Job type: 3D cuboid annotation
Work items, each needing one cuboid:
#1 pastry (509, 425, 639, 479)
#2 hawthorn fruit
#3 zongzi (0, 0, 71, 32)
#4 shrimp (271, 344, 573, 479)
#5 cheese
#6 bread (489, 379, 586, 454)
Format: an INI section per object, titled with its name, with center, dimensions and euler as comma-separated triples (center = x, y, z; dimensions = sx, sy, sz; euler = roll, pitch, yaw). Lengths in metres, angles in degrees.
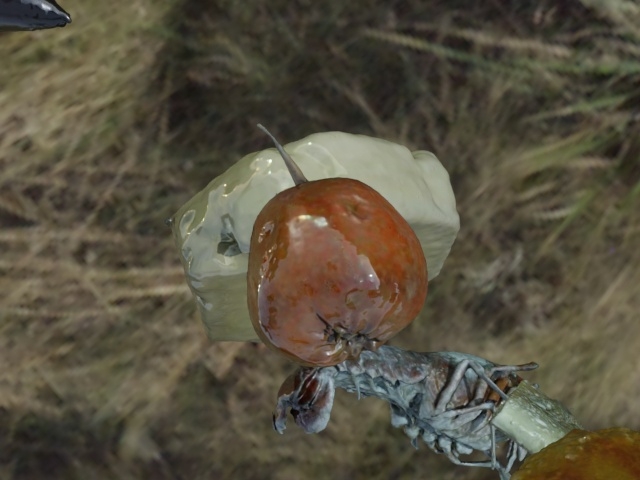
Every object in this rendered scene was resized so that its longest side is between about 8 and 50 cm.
[pastry]
center = 0.207, 0.207, 1.003
dimensions = 0.193, 0.182, 0.093
euler = 0, 134, 3
[hawthorn fruit]
center = 0.015, 0.009, 1.201
dimensions = 0.149, 0.189, 0.149
euler = 6, 157, 2
[zongzi]
center = -0.392, -0.235, 1.186
dimensions = 0.362, 0.383, 0.319
euler = 37, 129, 29
[shrimp]
center = 0.133, 0.195, 1.773
dimensions = 0.411, 0.166, 0.221
euler = 23, 156, -30
[cheese]
center = -0.016, 0.004, 1.590
dimensions = 0.326, 0.318, 0.115
euler = -32, 64, 30
[bread]
center = 0.203, 0.164, 1.290
dimensions = 0.112, 0.193, 0.036
euler = 38, 98, 10
